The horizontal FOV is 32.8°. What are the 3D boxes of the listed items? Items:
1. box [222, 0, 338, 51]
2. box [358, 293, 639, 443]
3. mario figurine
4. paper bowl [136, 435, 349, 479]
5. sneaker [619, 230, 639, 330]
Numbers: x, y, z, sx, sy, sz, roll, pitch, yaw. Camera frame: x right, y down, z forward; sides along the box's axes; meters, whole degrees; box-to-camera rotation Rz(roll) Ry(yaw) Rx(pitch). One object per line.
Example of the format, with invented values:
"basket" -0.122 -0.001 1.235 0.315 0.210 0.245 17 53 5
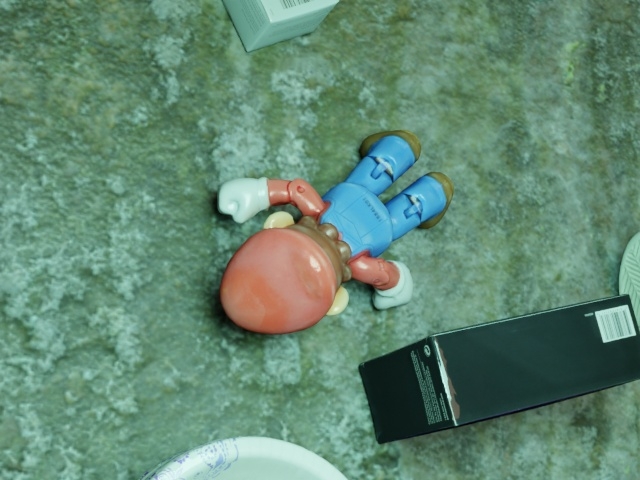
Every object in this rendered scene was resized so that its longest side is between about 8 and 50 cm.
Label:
"box" -0.053 -0.296 1.295 0.101 0.087 0.102 -23 84 -27
"box" 0.204 0.145 1.219 0.261 0.184 0.103 -9 81 -25
"mario figurine" 0.000 0.000 1.236 0.198 0.170 0.320 30 47 27
"paper bowl" -0.086 0.339 1.059 0.284 0.148 0.284 7 71 -21
"sneaker" 0.508 0.133 1.394 0.148 0.131 0.350 -23 90 -34
